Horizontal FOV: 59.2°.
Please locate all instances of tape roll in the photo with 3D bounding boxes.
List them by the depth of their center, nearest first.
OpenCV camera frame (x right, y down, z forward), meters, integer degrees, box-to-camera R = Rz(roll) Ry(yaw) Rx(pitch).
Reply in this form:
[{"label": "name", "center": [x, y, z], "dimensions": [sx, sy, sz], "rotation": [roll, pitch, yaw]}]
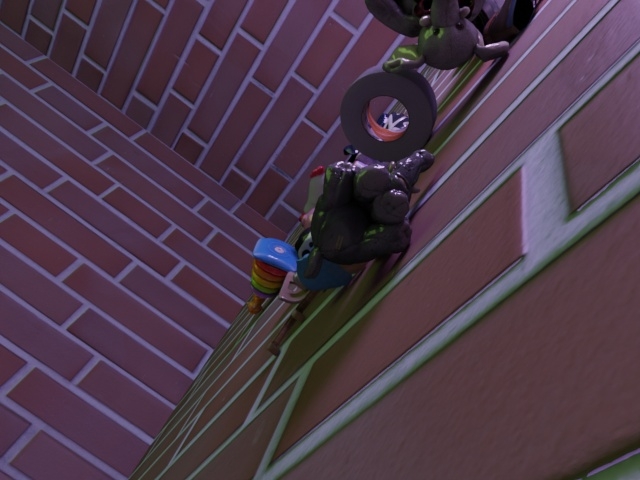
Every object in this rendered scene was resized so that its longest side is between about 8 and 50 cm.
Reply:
[{"label": "tape roll", "center": [0.160, -0.297, 1.321], "dimensions": [0.219, 0.219, 0.072], "rotation": [-49, 6, 40]}]

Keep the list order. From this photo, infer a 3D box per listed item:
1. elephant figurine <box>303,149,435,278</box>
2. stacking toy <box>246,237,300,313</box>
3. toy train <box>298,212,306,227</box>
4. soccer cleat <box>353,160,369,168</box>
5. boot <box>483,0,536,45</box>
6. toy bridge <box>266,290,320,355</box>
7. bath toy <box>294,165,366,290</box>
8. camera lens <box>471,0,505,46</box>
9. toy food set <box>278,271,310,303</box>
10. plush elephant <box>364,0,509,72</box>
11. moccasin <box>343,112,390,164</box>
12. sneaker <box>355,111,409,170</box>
[{"label": "elephant figurine", "center": [0.084, -0.050, 0.896], "dimensions": [0.239, 0.186, 0.169], "rotation": [-36, -58, -71]}, {"label": "stacking toy", "center": [-0.204, 0.156, 2.114], "dimensions": [0.165, 0.175, 0.301], "rotation": [-77, 10, -65]}, {"label": "toy train", "center": [0.028, -0.123, 2.067], "dimensions": [0.143, 0.105, 0.248], "rotation": [-38, 12, 32]}, {"label": "soccer cleat", "center": [0.091, -0.142, 1.593], "dimensions": [0.083, 0.095, 0.248], "rotation": [-56, 6, -28]}, {"label": "boot", "center": [0.435, -0.512, 1.179], "dimensions": [0.219, 0.082, 0.106], "rotation": [-62, 14, 6]}, {"label": "toy bridge", "center": [-0.049, 0.159, 1.200], "dimensions": [0.188, 0.026, 0.063], "rotation": [-53, 4, -5]}, {"label": "bath toy", "center": [0.022, -0.046, 1.117], "dimensions": [0.152, 0.128, 0.348], "rotation": [-11, 27, 5]}, {"label": "camera lens", "center": [0.410, -0.647, 1.421], "dimensions": [0.274, 0.219, 0.219], "rotation": [-54, 5, -7]}, {"label": "toy food set", "center": [0.005, 0.003, 1.402], "dimensions": [0.306, 0.092, 0.219], "rotation": [-52, 6, 12]}, {"label": "plush elephant", "center": [0.240, -0.465, 1.154], "dimensions": [0.272, 0.329, 0.255], "rotation": [-15, 44, 3]}, {"label": "moccasin", "center": [0.126, -0.271, 1.828], "dimensions": [0.341, 0.117, 0.138], "rotation": [-62, 9, -4]}, {"label": "sneaker", "center": [0.199, -0.284, 1.602], "dimensions": [0.153, 0.094, 0.235], "rotation": [-54, 5, -25]}]
